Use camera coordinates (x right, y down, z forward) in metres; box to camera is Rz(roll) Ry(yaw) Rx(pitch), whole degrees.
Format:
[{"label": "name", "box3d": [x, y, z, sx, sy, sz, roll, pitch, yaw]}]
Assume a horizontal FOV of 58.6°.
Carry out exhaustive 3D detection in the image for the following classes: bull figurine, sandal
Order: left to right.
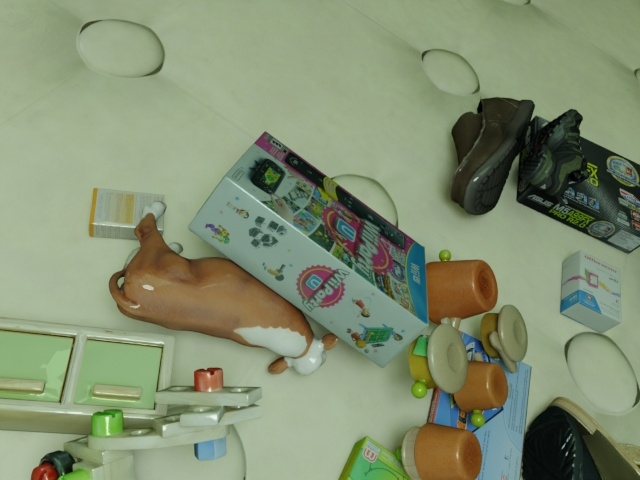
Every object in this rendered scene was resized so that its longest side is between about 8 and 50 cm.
[{"label": "bull figurine", "box3d": [-0.114, 0.068, 0.740, 0.310, 0.101, 0.188, 23, 31, -31]}, {"label": "sandal", "box3d": [0.450, 0.319, 0.843, 0.079, 0.088, 0.240, -30, 69, -28]}]

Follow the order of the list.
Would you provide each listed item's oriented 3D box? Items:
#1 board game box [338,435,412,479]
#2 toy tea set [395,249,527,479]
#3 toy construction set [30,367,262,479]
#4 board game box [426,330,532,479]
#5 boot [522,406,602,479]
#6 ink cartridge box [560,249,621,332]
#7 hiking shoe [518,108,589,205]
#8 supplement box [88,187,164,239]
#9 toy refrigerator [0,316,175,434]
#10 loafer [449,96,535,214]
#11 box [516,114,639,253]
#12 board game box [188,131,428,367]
[{"label": "board game box", "box3d": [0.050, 0.344, 0.689, 0.092, 0.043, 0.181, 34, 52, 1]}, {"label": "toy tea set", "box3d": [0.171, 0.167, 0.792, 0.200, 0.124, 0.336, 59, 43, -17]}, {"label": "toy construction set", "box3d": [-0.160, 0.281, 0.529, 0.151, 0.215, 0.328, 24, 66, -51]}, {"label": "board game box", "box3d": [0.222, 0.275, 0.815, 0.145, 0.027, 0.281, 28, 53, -6]}, {"label": "boot", "box3d": [0.391, 0.378, 0.781, 0.207, 0.094, 0.247, 31, 37, -16]}, {"label": "ink cartridge box", "box3d": [0.488, 0.090, 1.029, 0.088, 0.052, 0.122, 25, 52, -5]}, {"label": "hiking shoe", "box3d": [0.466, -0.161, 1.101, 0.114, 0.086, 0.227, 43, 59, -6]}, {"label": "supplement box", "box3d": [-0.272, -0.035, 0.806, 0.098, 0.036, 0.062, 6, 57, -19]}, {"label": "toy refrigerator", "box3d": [-0.307, 0.152, 0.635, 0.269, 0.094, 0.102, 10, 55, -17]}, {"label": "loafer", "box3d": [0.307, -0.172, 1.095, 0.130, 0.134, 0.366, 20, 39, 19]}, {"label": "box", "box3d": [0.543, -0.119, 1.182, 0.270, 0.060, 0.216, 24, 54, -6]}, {"label": "board game box", "box3d": [0.000, 0.000, 0.779, 0.303, 0.097, 0.224, 37, 25, -9]}]
